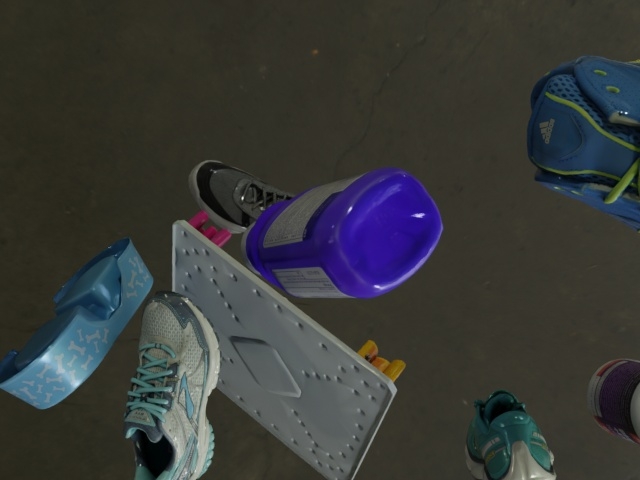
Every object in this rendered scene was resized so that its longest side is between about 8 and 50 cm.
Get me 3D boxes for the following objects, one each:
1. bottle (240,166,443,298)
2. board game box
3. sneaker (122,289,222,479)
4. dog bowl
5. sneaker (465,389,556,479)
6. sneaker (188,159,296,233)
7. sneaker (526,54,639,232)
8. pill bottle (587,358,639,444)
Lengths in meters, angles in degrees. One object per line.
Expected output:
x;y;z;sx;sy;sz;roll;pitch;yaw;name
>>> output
0.000;0.000;0.816;0.118;0.283;0.092;-42;104;-22;bottle
-0.069;0.179;1.293;0.390;0.390;0.050;36;57;16;board game box
-0.205;0.210;1.133;0.110;0.122;0.283;3;103;26;sneaker
-0.340;0.117;1.205;0.165;0.297;0.074;-27;114;34;dog bowl
0.228;0.233;1.019;0.106;0.275;0.110;-10;86;2;sneaker
-0.060;-0.050;1.263;0.268;0.153;0.101;33;63;-16;sneaker
0.158;-0.016;0.357;0.126;0.240;0.091;3;118;-10;sneaker
0.431;0.213;1.084;0.108;0.193;0.108;0;87;-7;pill bottle
